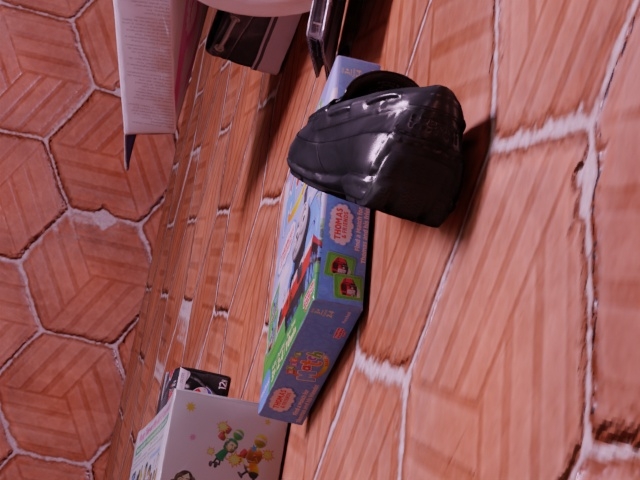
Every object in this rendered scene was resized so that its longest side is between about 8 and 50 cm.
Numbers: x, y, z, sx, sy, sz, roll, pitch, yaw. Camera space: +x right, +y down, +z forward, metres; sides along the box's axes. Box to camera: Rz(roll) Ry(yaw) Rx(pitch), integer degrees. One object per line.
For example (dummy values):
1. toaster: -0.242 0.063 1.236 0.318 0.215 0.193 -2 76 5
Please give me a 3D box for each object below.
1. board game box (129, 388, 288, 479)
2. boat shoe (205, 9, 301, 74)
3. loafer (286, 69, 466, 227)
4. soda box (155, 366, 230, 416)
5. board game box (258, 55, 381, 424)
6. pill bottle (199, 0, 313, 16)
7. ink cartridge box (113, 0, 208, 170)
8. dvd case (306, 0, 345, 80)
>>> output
1. board game box: -0.113 0.287 1.251 0.224 0.098 0.303 132 148 -70
2. boat shoe: -0.057 -0.301 1.670 0.301 0.102 0.108 113 166 -49
3. loafer: 0.035 -0.057 0.912 0.223 0.076 0.078 -155 83 -76
4. soda box: -0.136 0.167 1.673 0.169 0.053 0.060 148 133 -76
5. board game box: 0.000 0.000 1.133 0.160 0.039 0.211 114 166 -52
6. pill bottle: -0.044 -0.383 1.472 0.176 0.176 0.318 125 155 -67
7. ink cartridge box: -0.148 -0.287 1.688 0.330 0.071 0.324 95 -175 -59
8. dvd case: 0.015 -0.222 1.274 0.221 0.018 0.164 60 -139 -88
